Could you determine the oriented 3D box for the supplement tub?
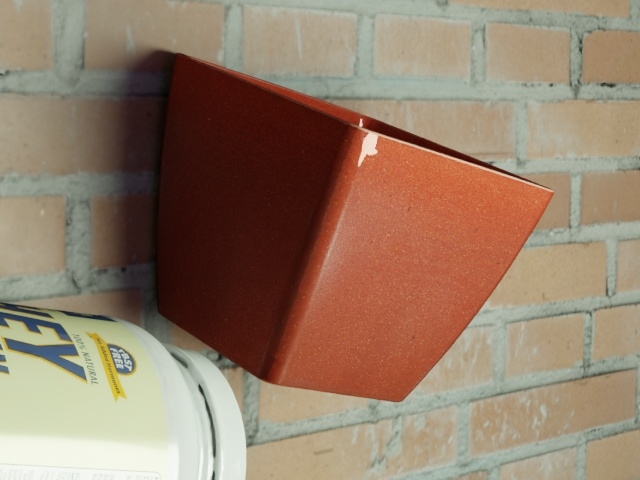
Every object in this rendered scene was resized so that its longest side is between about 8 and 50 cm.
[{"bbox_3d":[-0.242,0.165,1.097,0.325,0.235,0.235,11,88,-44],"label":"supplement tub"}]

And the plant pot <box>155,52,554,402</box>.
[{"bbox_3d":[0.000,0.000,1.306,0.267,0.267,0.235,14,100,-43],"label":"plant pot"}]
